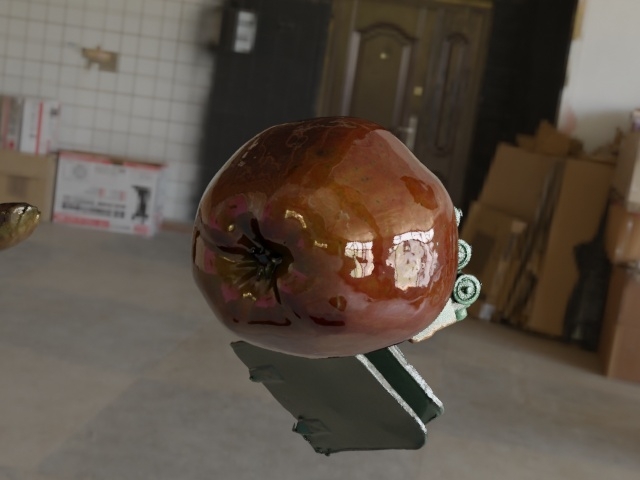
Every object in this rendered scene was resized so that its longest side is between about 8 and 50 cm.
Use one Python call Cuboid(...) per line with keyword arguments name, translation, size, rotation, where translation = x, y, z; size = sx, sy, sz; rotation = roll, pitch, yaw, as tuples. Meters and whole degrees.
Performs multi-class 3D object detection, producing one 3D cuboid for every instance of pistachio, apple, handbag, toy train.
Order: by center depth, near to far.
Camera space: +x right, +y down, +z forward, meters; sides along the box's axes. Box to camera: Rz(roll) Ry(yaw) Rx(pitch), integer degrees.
Cuboid(name="apple", translation=(-0.002, 0.000, 0.947), size=(0.233, 0.234, 0.234), rotation=(8, 9, -1))
Cuboid(name="pistachio", translation=(-0.381, -0.004, 1.259), size=(0.089, 0.049, 0.173), rotation=(2, -14, -43))
Cuboid(name="toy train", translation=(0.127, 0.029, 1.381), size=(0.118, 0.176, 0.074), rotation=(-23, 13, -22))
Cuboid(name="handbag", translation=(0.019, 0.206, 1.616), size=(0.260, 0.247, 0.079), rotation=(-16, 32, 46))
